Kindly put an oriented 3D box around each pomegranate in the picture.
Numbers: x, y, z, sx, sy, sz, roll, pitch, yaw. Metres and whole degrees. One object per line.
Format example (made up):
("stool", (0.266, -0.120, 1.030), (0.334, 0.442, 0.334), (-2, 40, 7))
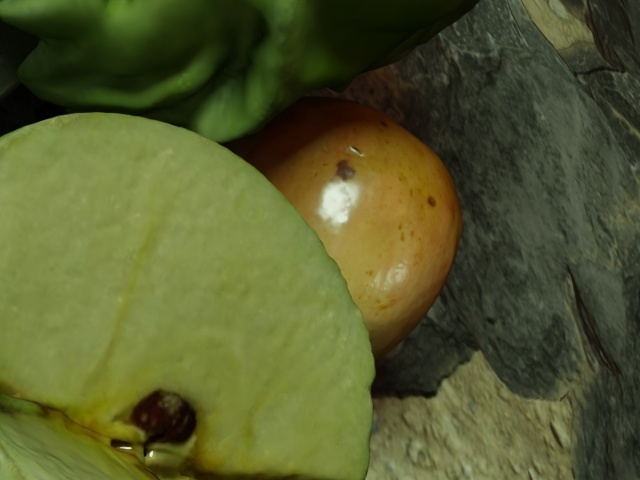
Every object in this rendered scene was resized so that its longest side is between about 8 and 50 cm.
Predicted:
("pomegranate", (-0.001, -0.004, 0.751), (0.191, 0.191, 0.191), (29, 47, -37))

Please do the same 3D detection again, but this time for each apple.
("apple", (-0.103, 0.113, 0.510), (0.258, 0.233, 0.295), (39, 30, -50))

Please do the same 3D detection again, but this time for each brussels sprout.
("brussels sprout", (-0.024, -0.263, 0.673), (0.425, 0.361, 0.342), (-83, 149, -63))

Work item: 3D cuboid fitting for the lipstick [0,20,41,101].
("lipstick", (-0.232, -0.058, 0.592), (0.079, 0.077, 0.253), (54, 32, -18))
